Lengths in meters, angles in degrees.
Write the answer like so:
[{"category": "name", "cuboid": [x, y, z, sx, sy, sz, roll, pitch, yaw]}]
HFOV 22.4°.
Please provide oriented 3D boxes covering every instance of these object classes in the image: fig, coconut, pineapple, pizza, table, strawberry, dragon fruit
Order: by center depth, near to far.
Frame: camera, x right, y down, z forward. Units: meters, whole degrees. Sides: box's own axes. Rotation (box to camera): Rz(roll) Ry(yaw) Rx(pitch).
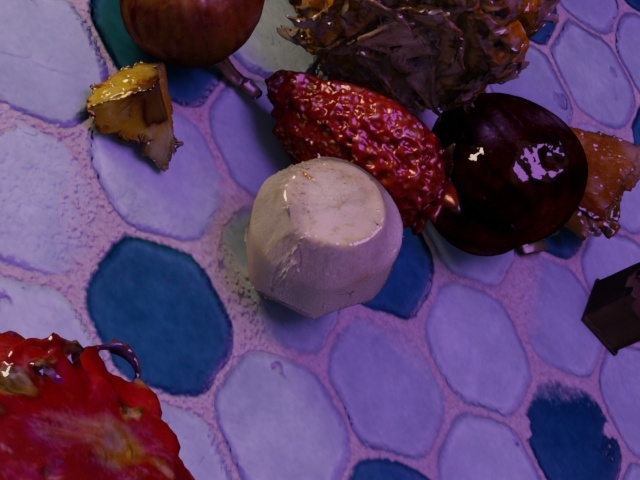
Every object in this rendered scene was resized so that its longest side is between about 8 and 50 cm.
[{"category": "dragon fruit", "cuboid": [-0.245, 0.222, 1.242, 0.386, 0.249, 0.371, 23, 49, -38]}, {"category": "pineapple", "cuboid": [-0.171, -0.124, 1.634, 0.114, 0.077, 0.114, -46, 116, -44]}, {"category": "coconut", "cuboid": [-0.002, 0.002, 1.672, 0.161, 0.162, 0.161, 6, 58, -9]}, {"category": "fig", "cuboid": [-0.130, -0.250, 1.701, 0.202, 0.148, 0.149, 58, 43, -81]}, {"category": "strawberry", "cuboid": [0.037, -0.095, 1.750, 0.228, 0.174, 0.098, 45, 53, -19]}, {"category": "pineapple", "cuboid": [0.109, -0.316, 1.840, 0.352, 0.352, 0.300, 33, 52, -28]}, {"category": "fig", "cuboid": [0.196, -0.109, 1.917, 0.203, 0.186, 0.250, -23, 77, -31]}, {"category": "table", "cuboid": [0.396, 0.084, 2.073, 0.070, 0.082, 0.083, 46, 43, -15]}, {"category": "pizza", "cuboid": [0.346, -0.082, 2.137, 0.147, 0.069, 0.226, 34, 40, 2]}]

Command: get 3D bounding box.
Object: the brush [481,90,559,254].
[{"category": "brush", "cuboid": [0.230, -0.117, 2.054, 0.054, 0.048, 0.282, -7, 71, -50]}]
